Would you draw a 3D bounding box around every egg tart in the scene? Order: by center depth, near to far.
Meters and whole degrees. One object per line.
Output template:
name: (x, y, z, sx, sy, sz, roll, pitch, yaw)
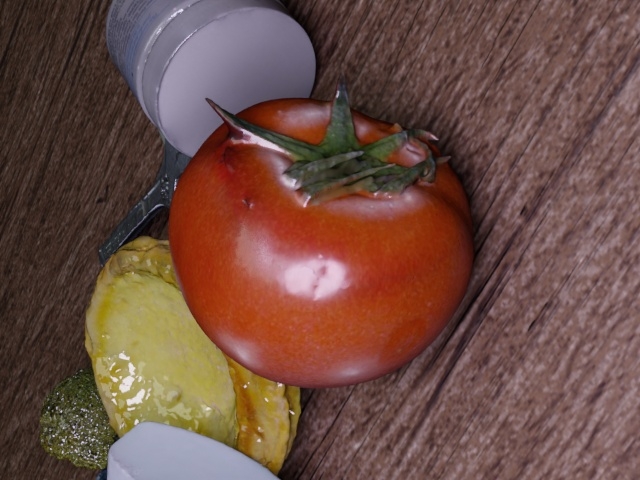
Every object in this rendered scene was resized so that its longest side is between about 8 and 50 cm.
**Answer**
egg tart: (-0.116, 0.124, 1.145, 0.294, 0.123, 0.294, 16, 114, 41)

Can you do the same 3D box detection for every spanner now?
spanner: (-0.207, -0.037, 1.331, 0.325, 0.026, 0.093, -36, 60, 53)

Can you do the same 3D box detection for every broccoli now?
broccoli: (-0.274, 0.215, 1.359, 0.131, 0.130, 0.120, 6, 135, 24)

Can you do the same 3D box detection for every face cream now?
face cream: (-0.115, -0.193, 1.157, 0.153, 0.177, 0.177, 53, 125, 40)

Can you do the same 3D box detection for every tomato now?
tomato: (0.000, 0.000, 0.950, 0.256, 0.255, 0.224, 58, 141, 36)

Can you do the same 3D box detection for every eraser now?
eraser: (-0.121, 0.331, 1.084, 0.189, 0.104, 0.290, 24, 124, 25)

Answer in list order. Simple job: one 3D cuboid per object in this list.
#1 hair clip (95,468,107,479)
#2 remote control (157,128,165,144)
hair clip: (-0.254, 0.416, 1.368, 0.083, 0.048, 0.275, 22, 108, 47)
remote control: (-0.125, -0.069, 1.263, 0.090, 0.038, 0.310, -54, 48, 36)
